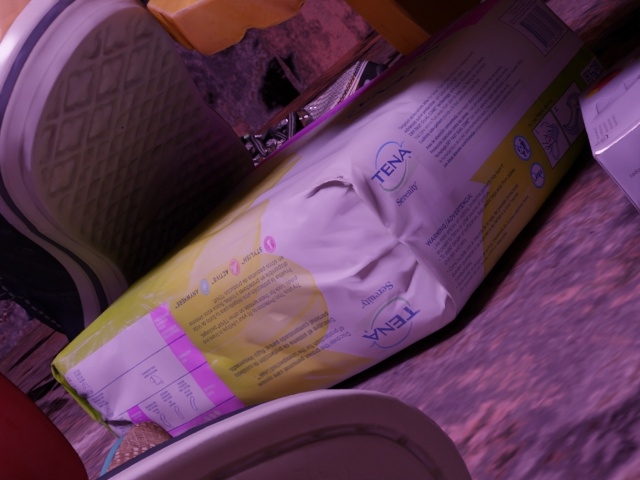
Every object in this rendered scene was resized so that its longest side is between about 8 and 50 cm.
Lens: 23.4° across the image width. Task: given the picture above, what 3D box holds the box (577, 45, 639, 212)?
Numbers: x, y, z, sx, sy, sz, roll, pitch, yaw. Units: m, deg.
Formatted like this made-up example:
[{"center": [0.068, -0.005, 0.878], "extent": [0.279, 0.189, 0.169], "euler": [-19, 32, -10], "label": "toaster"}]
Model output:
[{"center": [0.201, -0.097, 0.689], "extent": [0.186, 0.038, 0.145], "euler": [-37, 8, 14], "label": "box"}]

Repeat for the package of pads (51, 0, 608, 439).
[{"center": [0.000, 0.000, 0.864], "extent": [0.296, 0.101, 0.229], "euler": [-33, 11, 45], "label": "package of pads"}]

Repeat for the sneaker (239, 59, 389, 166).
[{"center": [-0.077, -0.037, 1.253], "extent": [0.343, 0.146, 0.134], "euler": [-37, 9, 21], "label": "sneaker"}]

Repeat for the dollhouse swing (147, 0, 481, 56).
[{"center": [0.129, -0.177, 0.852], "extent": [0.347, 0.315, 0.305], "euler": [-20, 46, 36], "label": "dollhouse swing"}]

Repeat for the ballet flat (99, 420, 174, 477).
[{"center": [-0.069, 0.134, 0.657], "extent": [0.067, 0.073, 0.206], "euler": [-11, 18, 11], "label": "ballet flat"}]

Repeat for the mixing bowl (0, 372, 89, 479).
[{"center": [-0.178, 0.152, 0.784], "extent": [0.181, 0.098, 0.181], "euler": [-56, 16, 25], "label": "mixing bowl"}]

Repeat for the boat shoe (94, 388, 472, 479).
[{"center": [-0.101, 0.163, 0.376], "extent": [0.340, 0.127, 0.113], "euler": [-52, 22, -12], "label": "boat shoe"}]

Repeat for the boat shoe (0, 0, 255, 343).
[{"center": [-0.156, -0.034, 0.997], "extent": [0.186, 0.156, 0.500], "euler": [-60, -16, -15], "label": "boat shoe"}]
